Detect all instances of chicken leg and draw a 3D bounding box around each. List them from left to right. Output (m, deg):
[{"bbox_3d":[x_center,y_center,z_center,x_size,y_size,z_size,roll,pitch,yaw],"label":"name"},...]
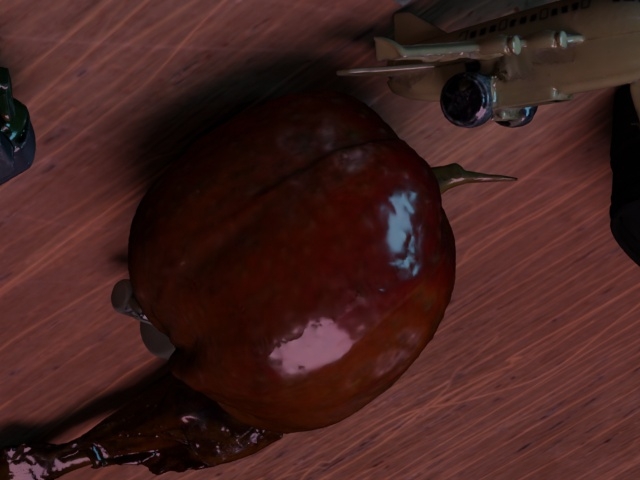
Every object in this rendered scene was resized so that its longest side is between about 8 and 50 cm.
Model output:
[{"bbox_3d":[-0.180,0.182,1.460,0.304,0.093,0.113,-14,138,7],"label":"chicken leg"}]

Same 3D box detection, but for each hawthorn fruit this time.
[{"bbox_3d":[-0.021,0.012,1.189,0.258,0.258,0.262,19,102,-38],"label":"hawthorn fruit"}]

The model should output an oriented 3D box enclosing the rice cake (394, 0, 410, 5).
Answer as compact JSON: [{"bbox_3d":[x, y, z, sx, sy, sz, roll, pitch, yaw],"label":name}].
[{"bbox_3d":[-0.014,-0.222,1.052,0.245,0.042,0.045,21,140,-38],"label":"rice cake"}]

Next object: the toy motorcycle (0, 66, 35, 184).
[{"bbox_3d":[-0.319,-0.036,1.103,0.274,0.125,0.187,-27,132,12],"label":"toy motorcycle"}]

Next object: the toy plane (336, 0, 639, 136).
[{"bbox_3d":[0.149,-0.130,1.117,0.256,0.104,0.242,7,-175,33],"label":"toy plane"}]

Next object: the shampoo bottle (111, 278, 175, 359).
[{"bbox_3d":[-0.072,0.080,1.368,0.262,0.085,0.085,20,129,-39],"label":"shampoo bottle"}]

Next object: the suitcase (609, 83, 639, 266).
[{"bbox_3d":[0.437,-0.042,1.281,0.345,0.188,0.339,-12,145,35],"label":"suitcase"}]
